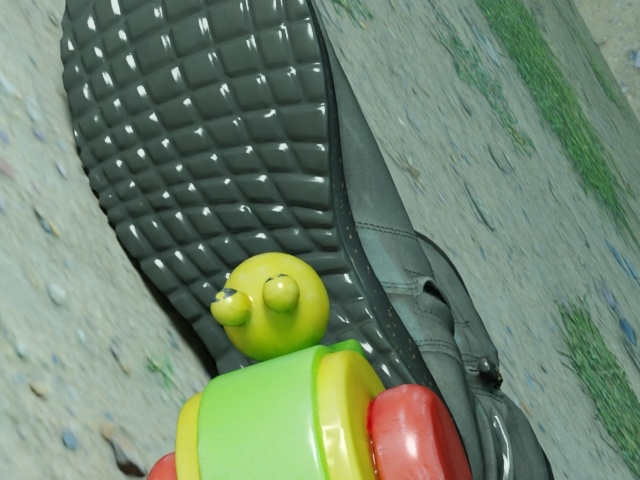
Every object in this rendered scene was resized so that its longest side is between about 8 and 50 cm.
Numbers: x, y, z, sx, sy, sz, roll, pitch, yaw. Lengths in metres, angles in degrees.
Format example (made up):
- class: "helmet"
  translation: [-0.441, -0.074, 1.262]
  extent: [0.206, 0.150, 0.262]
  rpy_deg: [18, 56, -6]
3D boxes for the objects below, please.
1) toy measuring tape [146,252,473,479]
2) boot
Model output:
- class: "toy measuring tape"
  translation: [0.010, 0.153, 0.638]
  extent: [0.121, 0.121, 0.330]
  rpy_deg: [26, 47, -60]
- class: "boot"
  translation: [0.000, 0.000, 0.871]
  extent: [0.223, 0.118, 0.338]
  rpy_deg: [0, 72, -73]
